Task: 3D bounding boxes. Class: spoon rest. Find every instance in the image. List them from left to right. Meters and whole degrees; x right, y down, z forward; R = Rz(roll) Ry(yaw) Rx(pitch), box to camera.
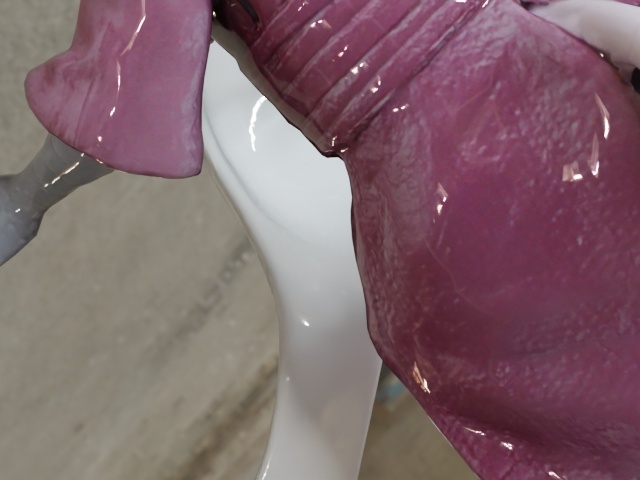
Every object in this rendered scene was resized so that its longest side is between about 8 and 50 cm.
[{"bbox_3d":[0.000,0.000,0.721,0.084,0.137,0.276,130,-32,-62],"label":"spoon rest"}]

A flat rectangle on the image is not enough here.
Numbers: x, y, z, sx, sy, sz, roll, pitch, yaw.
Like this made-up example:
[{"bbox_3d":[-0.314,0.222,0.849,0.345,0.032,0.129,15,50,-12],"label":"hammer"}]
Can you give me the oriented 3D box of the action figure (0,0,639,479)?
[{"bbox_3d":[0.023,-0.065,0.570,0.248,0.370,0.276,-52,-176,-27],"label":"action figure"}]
